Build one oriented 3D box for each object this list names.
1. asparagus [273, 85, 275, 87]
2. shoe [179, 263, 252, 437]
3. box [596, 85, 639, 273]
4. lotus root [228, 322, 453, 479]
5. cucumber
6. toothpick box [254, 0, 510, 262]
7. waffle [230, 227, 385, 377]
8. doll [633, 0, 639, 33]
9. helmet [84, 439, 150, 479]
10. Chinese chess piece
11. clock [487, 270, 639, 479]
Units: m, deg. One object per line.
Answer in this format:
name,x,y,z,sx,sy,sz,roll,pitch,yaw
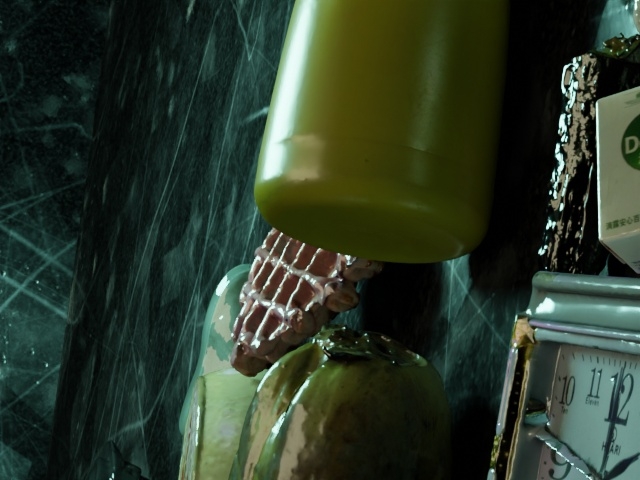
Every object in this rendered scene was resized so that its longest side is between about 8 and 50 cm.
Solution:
asparagus,-0.028,-0.139,2.030,0.178,0.041,0.045,-164,93,-76
shoe,-0.081,0.125,2.019,0.078,0.079,0.195,27,100,38
box,0.203,-0.042,1.001,0.125,0.043,0.089,-17,56,31
lotus root,0.012,0.204,1.440,0.152,0.160,0.275,30,111,46
cucumber,0.168,-0.041,1.236,0.053,0.053,0.182,-164,82,-75
toothpick box,0.056,-0.133,1.479,0.175,0.175,0.271,147,134,-69
waffle,0.000,0.000,1.690,0.221,0.055,0.234,-40,22,41
doll,0.229,-0.177,0.993,0.095,0.149,0.192,31,126,34
helmet,-0.203,0.359,2.104,0.230,0.160,0.279,117,170,-49
Chinese chess piece,-0.068,0.244,1.725,0.270,0.112,0.270,-173,90,-84
clock,0.167,0.115,1.068,0.253,0.083,0.186,-175,96,-74
